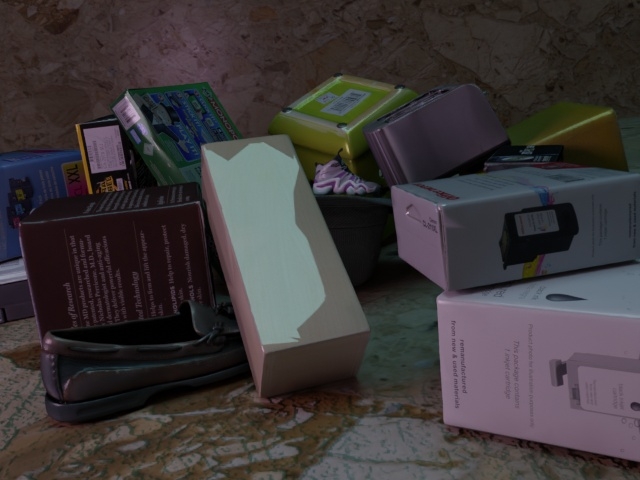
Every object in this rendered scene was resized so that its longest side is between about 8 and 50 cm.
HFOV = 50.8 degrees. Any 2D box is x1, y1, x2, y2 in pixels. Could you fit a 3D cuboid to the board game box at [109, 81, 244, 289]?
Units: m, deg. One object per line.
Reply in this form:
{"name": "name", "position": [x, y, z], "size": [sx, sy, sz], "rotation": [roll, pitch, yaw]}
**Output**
{"name": "board game box", "position": [-0.155, -0.091, 1.024], "size": [0.046, 0.317, 0.213], "rotation": [-32, 1, 26]}

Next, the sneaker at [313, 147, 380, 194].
{"name": "sneaker", "position": [0.037, -0.100, 0.978], "size": [0.098, 0.069, 0.038], "rotation": [1, 4, 7]}

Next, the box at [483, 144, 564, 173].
{"name": "box", "position": [0.245, -0.016, 0.807], "size": [0.077, 0.180, 0.147], "rotation": [2, 16, 22]}

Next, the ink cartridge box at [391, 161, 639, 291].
{"name": "ink cartridge box", "position": [0.163, -0.018, 0.584], "size": [0.175, 0.073, 0.127], "rotation": [-9, 14, -9]}

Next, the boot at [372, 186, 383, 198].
{"name": "boot", "position": [0.031, -0.054, 1.295], "size": [0.208, 0.076, 0.189], "rotation": [-7, 13, 19]}

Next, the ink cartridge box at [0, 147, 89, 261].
{"name": "ink cartridge box", "position": [-0.583, -0.044, 1.056], "size": [0.269, 0.151, 0.395], "rotation": [6, 20, 40]}

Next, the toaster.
{"name": "toaster", "position": [0.148, -0.139, 0.941], "size": [0.185, 0.110, 0.168], "rotation": [-28, 11, 4]}

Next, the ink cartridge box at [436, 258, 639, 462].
{"name": "ink cartridge box", "position": [0.264, 0.079, 0.546], "size": [0.282, 0.117, 0.207], "rotation": [3, 16, 32]}

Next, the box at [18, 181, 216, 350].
{"name": "box", "position": [-0.238, 0.029, 0.838], "size": [0.203, 0.167, 0.168], "rotation": [-8, 15, -8]}

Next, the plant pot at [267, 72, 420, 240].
{"name": "plant pot", "position": [0.056, -0.153, 1.167], "size": [0.227, 0.207, 0.228], "rotation": [23, 50, 38]}

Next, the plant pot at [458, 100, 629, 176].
{"name": "plant pot", "position": [0.312, -0.065, 0.967], "size": [0.187, 0.212, 0.212], "rotation": [-17, 13, 6]}

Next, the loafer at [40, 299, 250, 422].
{"name": "loafer", "position": [-0.144, 0.101, 0.683], "size": [0.267, 0.084, 0.096], "rotation": [-15, 17, -33]}

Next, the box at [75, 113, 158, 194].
{"name": "box", "position": [-0.322, -0.082, 1.134], "size": [0.079, 0.257, 0.322], "rotation": [-10, 15, -7]}

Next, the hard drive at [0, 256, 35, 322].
{"name": "hard drive", "position": [-0.526, 0.058, 1.054], "size": [0.236, 0.064, 0.339], "rotation": [-11, 16, -21]}

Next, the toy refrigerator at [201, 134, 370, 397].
{"name": "toy refrigerator", "position": [-0.047, 0.017, 0.697], "size": [0.102, 0.094, 0.270], "rotation": [-10, 52, -17]}

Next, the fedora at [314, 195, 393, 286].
{"name": "fedora", "position": [0.000, 0.000, 0.944], "size": [0.243, 0.125, 0.275], "rotation": [0, 3, 11]}
